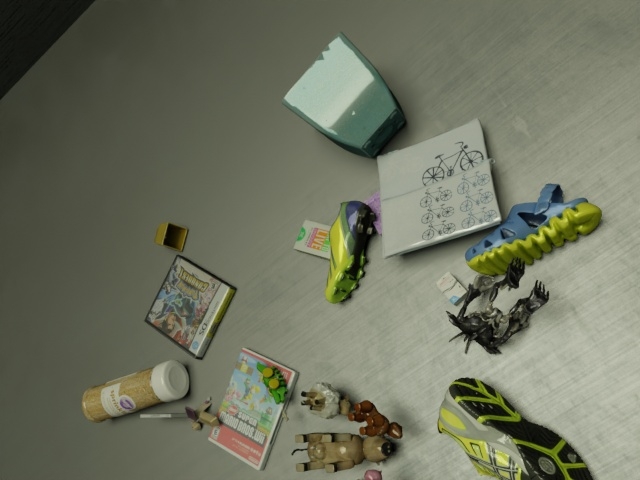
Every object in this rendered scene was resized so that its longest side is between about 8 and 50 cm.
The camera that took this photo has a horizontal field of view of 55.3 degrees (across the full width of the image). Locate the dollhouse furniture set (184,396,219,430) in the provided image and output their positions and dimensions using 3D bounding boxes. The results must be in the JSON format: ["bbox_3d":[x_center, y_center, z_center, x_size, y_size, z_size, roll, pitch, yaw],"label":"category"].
[{"bbox_3d":[-0.321,0.514,1.793,0.114,0.081,0.091,11,124,34],"label":"dollhouse furniture set"}]

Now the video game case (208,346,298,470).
[{"bbox_3d":[-0.193,0.473,1.737,0.204,0.025,0.285,17,84,34],"label":"video game case"}]

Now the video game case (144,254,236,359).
[{"bbox_3d":[-0.422,0.207,1.952,0.275,0.035,0.248,25,89,34],"label":"video game case"}]

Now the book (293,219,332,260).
[{"bbox_3d":[0.000,0.000,1.770,0.144,0.035,0.096,15,79,35],"label":"book"}]

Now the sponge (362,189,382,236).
[{"bbox_3d":[0.223,-0.114,1.670,0.210,0.031,0.117,-35,59,17],"label":"sponge"}]

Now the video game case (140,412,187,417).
[{"bbox_3d":[-0.469,0.529,1.846,0.122,0.087,0.011,-10,73,28],"label":"video game case"}]

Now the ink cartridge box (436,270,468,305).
[{"bbox_3d":[0.328,0.118,1.535,0.048,0.028,0.083,-46,57,10],"label":"ink cartridge box"}]

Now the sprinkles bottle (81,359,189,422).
[{"bbox_3d":[-0.581,0.475,1.912,0.355,0.121,0.121,-22,65,24],"label":"sprinkles bottle"}]

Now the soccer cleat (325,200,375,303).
[{"bbox_3d":[0.063,0.030,1.682,0.121,0.093,0.289,16,89,40],"label":"soccer cleat"}]

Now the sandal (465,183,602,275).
[{"bbox_3d":[0.485,-0.027,1.443,0.317,0.126,0.138,-28,54,13],"label":"sandal"}]

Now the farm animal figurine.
[{"bbox_3d":[0.082,0.537,1.480,0.326,0.172,0.330,6,86,45],"label":"farm animal figurine"}]

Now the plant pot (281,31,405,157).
[{"bbox_3d":[0.093,-0.373,1.715,0.252,0.247,0.248,45,100,16],"label":"plant pot"}]

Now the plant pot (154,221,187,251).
[{"bbox_3d":[-0.512,-0.014,2.052,0.083,0.081,0.081,3,76,44],"label":"plant pot"}]

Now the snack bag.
[{"bbox_3d":[0.291,-0.142,1.571,0.323,0.037,0.343,-19,54,30],"label":"snack bag"}]

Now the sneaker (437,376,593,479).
[{"bbox_3d":[0.422,0.469,1.328,0.384,0.145,0.147,42,129,31],"label":"sneaker"}]

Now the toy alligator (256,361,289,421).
[{"bbox_3d":[-0.114,0.404,1.669,0.051,0.056,0.190,-21,56,-22],"label":"toy alligator"}]

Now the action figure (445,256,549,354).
[{"bbox_3d":[0.407,0.160,1.411,0.164,0.141,0.276,43,140,7],"label":"action figure"}]
